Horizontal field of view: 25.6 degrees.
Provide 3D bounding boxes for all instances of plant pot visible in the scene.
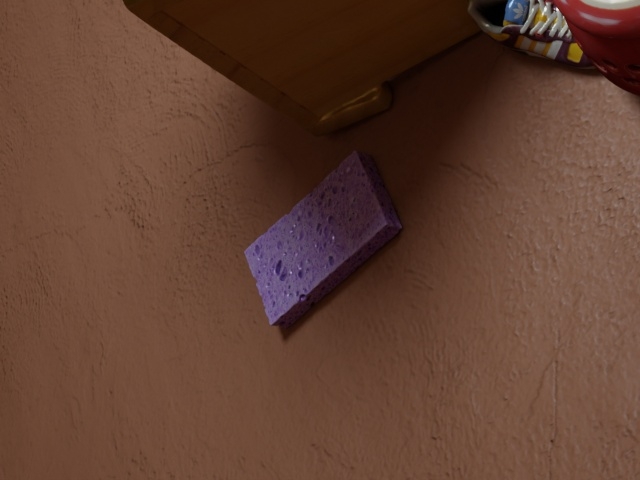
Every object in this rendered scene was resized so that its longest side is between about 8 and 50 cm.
[{"bbox_3d":[0.307,-0.246,1.310,0.191,0.174,0.191,-10,71,29],"label":"plant pot"}]

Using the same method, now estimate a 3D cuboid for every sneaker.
[{"bbox_3d":[0.236,-0.224,1.469,0.185,0.084,0.070,12,86,47],"label":"sneaker"}]

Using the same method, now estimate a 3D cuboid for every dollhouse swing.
[{"bbox_3d":[-0.021,-0.330,1.587,0.305,0.347,0.315,-39,51,18],"label":"dollhouse swing"}]

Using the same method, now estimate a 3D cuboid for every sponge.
[{"bbox_3d":[0.000,0.000,1.677,0.210,0.031,0.117,-42,51,29],"label":"sponge"}]
